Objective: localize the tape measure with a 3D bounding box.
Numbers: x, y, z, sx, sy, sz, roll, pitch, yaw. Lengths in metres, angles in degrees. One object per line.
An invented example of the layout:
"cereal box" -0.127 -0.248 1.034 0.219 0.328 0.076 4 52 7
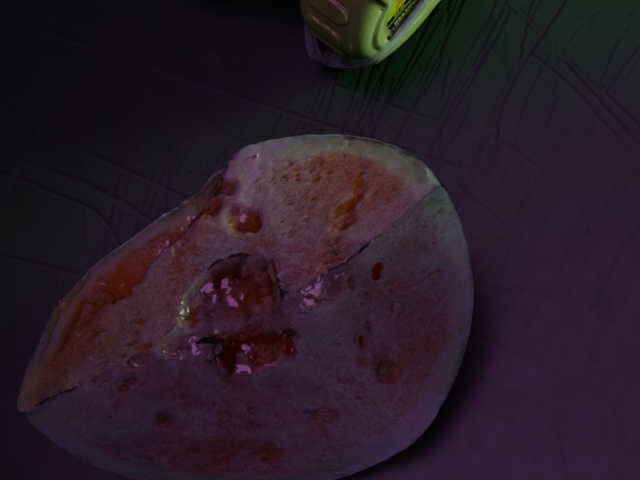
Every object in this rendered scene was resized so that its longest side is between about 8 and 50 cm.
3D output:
"tape measure" 0.048 -0.207 1.126 0.087 0.154 0.177 37 91 11

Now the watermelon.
"watermelon" -0.035 0.055 1.093 0.321 0.188 0.175 -18 42 14
